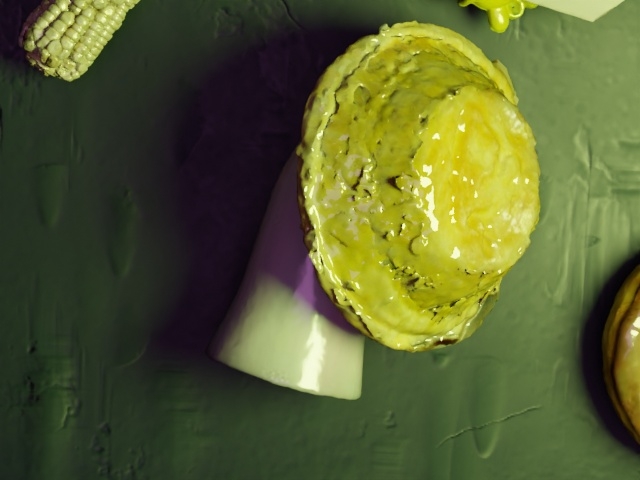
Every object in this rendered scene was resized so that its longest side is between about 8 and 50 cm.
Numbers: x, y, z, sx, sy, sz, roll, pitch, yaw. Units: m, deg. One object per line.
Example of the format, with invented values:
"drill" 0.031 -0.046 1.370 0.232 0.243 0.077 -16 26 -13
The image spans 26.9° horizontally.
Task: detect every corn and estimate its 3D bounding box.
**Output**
"corn" -0.236 -0.264 1.424 0.087 0.087 0.211 37 93 -3

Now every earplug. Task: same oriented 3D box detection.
"earplug" 0.000 0.000 1.419 0.172 0.172 0.301 16 90 -1

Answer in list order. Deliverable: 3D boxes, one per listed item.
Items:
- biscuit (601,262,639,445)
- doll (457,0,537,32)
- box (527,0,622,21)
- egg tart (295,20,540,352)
"biscuit" 0.410 0.125 1.456 0.213 0.091 0.274 -8 98 0
"doll" 0.142 -0.331 1.408 0.135 0.098 0.241 -40 97 -35
"box" 0.192 -0.358 1.318 0.274 0.116 0.203 13 69 -23
"egg tart" 0.120 -0.055 1.339 0.341 0.132 0.341 1 88 -41
